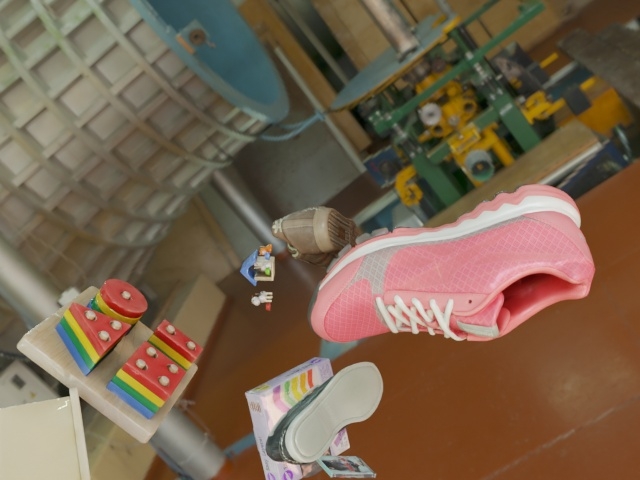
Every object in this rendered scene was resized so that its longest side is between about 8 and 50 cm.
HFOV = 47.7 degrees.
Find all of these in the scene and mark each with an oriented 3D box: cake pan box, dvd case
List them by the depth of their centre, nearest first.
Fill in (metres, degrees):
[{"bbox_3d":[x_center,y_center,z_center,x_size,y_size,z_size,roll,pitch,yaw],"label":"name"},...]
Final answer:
[{"bbox_3d":[0.057,0.526,1.687,0.087,0.120,0.013,27,103,61],"label":"dvd case"},{"bbox_3d":[-0.053,0.462,1.839,0.246,0.266,0.070,-17,9,-39],"label":"cake pan box"}]

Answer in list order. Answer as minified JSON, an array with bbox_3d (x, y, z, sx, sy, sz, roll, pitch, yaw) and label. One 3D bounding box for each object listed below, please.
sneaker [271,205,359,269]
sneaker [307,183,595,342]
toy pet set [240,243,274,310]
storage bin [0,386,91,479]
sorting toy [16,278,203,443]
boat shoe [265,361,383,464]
[{"bbox_3d":[0.000,0.000,0.869,0.071,0.188,0.066,0,73,15],"label":"sneaker"},{"bbox_3d":[0.129,0.050,0.754,0.314,0.116,0.136,-23,42,13],"label":"sneaker"},{"bbox_3d":[-0.126,0.059,1.405,0.065,0.122,0.114,2,22,1],"label":"toy pet set"},{"bbox_3d":[-0.392,0.405,1.039,0.123,0.260,0.262,-6,36,-22],"label":"storage bin"},{"bbox_3d":[-0.334,0.180,1.246,0.089,0.255,0.257,-50,4,17],"label":"sorting toy"},{"bbox_3d":[0.010,0.325,1.396,0.091,0.114,0.303,-22,0,41],"label":"boat shoe"}]
